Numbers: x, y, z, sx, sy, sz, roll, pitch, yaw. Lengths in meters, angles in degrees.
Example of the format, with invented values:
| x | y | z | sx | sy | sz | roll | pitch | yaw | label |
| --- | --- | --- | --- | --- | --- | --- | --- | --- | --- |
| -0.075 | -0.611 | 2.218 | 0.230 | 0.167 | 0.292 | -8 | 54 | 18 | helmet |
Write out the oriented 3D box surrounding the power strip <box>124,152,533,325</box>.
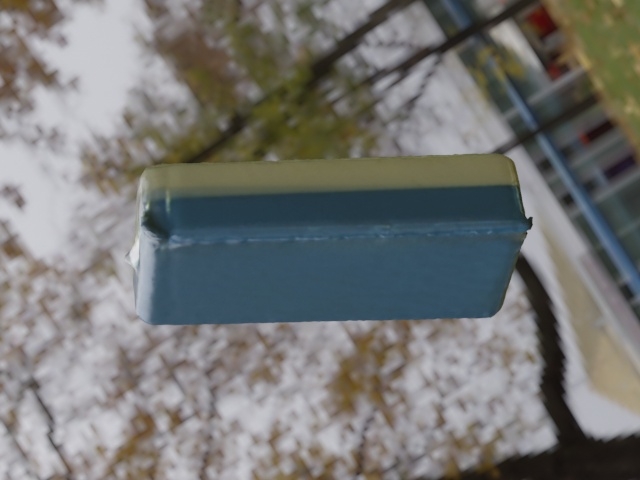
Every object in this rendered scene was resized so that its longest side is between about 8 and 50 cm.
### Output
| x | y | z | sx | sy | sz | roll | pitch | yaw | label |
| --- | --- | --- | --- | --- | --- | --- | --- | --- | --- |
| 0.000 | 0.000 | 0.604 | 0.056 | 0.123 | 0.032 | 100 | 166 | -55 | power strip |
